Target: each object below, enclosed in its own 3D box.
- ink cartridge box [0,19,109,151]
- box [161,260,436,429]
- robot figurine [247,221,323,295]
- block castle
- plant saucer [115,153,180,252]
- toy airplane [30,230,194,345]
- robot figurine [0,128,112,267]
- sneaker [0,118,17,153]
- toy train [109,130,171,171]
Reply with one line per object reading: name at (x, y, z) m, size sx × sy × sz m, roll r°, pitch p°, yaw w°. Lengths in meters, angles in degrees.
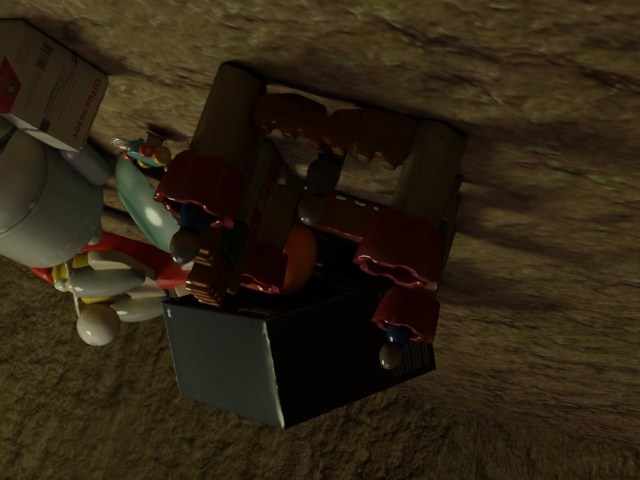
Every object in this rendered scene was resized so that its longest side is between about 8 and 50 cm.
ink cartridge box at (-0.318, -0.173, 1.195) m, size 0.056 × 0.099 × 0.135 m, roll 10°, pitch 165°, yaw 39°
box at (-0.042, 0.159, 1.773) m, size 0.312 × 0.179 × 0.343 m, roll -15°, pitch -170°, yaw -33°
robot figurine at (-0.100, 0.012, 1.661) m, size 0.219 × 0.158 × 0.128 m, roll 19°, pitch -146°, yaw 2°
block castle at (0.000, 0.000, 1.211) m, size 0.303 × 0.213 × 0.453 m, roll 17°, pitch 169°, yaw 9°
plant saucer at (-0.268, -0.044, 1.633) m, size 0.195 × 0.037 × 0.195 m, roll 50°, pitch 166°, yaw 17°
toy airplane at (-0.388, 0.089, 2.126) m, size 0.386 × 0.272 × 0.384 m, roll 28°, pitch 165°, yaw -38°
robot figurine at (-0.474, -0.079, 1.645) m, size 0.300 × 0.200 × 0.353 m, roll -26°, pitch 156°, yaw 11°
sneaker at (-0.442, -0.152, 1.260) m, size 0.129 × 0.111 × 0.297 m, roll 37°, pitch -170°, yaw -31°
toy train at (-0.185, -0.119, 1.389) m, size 0.166 × 0.046 × 0.125 m, roll 15°, pitch 167°, yaw 5°
